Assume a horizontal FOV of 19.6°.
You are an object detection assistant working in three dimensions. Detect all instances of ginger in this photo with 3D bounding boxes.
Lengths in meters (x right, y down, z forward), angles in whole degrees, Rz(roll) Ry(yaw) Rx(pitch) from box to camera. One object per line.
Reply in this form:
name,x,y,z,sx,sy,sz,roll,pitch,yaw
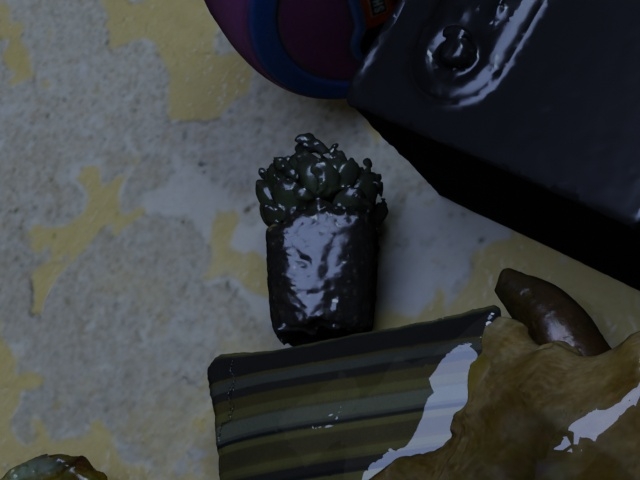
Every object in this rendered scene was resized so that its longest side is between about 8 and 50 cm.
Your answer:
ginger,0.149,0.138,1.032,0.270,0.123,0.219,-48,61,24

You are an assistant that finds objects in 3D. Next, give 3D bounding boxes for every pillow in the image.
pillow,0.029,0.162,1.184,0.208,0.052,0.212,-11,74,21

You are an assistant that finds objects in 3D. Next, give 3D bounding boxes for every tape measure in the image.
tape measure,0.029,-0.222,1.273,0.245,0.231,0.149,-25,55,-7

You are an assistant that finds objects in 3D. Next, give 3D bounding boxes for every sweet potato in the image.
sweet potato,0.186,0.112,1.135,0.077,0.077,0.243,-38,56,4

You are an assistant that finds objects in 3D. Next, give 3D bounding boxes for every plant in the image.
plant,0.000,0.000,1.261,0.092,0.094,0.143,-5,70,11

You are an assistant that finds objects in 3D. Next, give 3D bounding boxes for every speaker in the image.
speaker,0.194,-0.123,1.175,0.232,0.184,0.254,27,82,33

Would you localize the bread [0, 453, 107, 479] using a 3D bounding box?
bread,-0.228,0.236,1.266,0.232,0.088,0.128,-30,49,18
